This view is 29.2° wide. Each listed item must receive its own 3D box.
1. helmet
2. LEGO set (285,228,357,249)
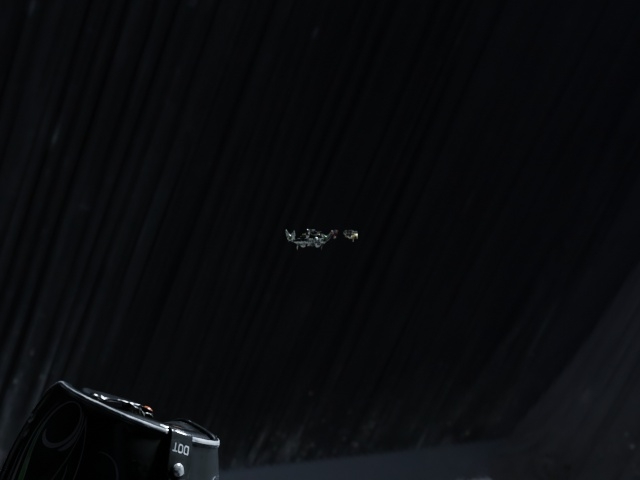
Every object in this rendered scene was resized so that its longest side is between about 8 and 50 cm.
[{"bbox_3d":[-0.158,0.198,0.890,0.169,0.161,0.169,20,-5,2],"label":"helmet"},{"bbox_3d":[0.000,0.000,1.353,0.083,0.023,0.054,1,-1,36],"label":"LEGO set"}]
